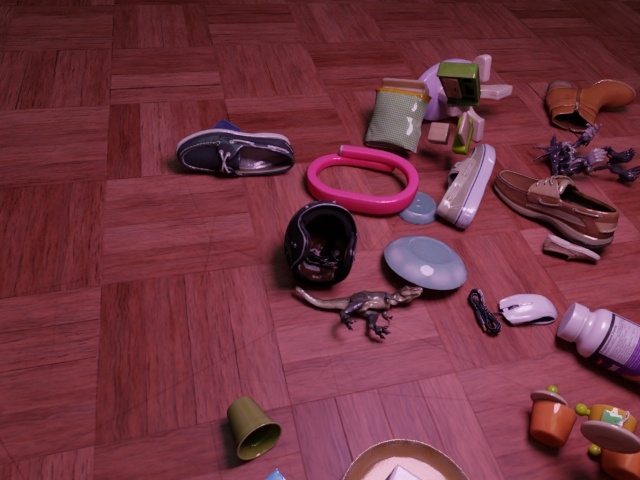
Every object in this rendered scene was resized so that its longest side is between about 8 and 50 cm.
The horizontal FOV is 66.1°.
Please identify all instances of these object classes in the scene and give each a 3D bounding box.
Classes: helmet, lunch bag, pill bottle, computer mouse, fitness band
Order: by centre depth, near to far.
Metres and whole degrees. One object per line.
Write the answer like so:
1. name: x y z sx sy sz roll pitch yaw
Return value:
1. pill bottle: 0.590 0.205 0.991 0.193 0.108 0.108 28 51 17
2. helmet: 0.000 0.000 1.054 0.169 0.169 0.162 4 57 -4
3. computer mouse: 0.428 0.145 1.067 0.193 0.042 0.106 -4 48 -11
4. fitness band: 0.108 -0.161 1.278 0.290 0.054 0.209 10 47 9
5. lunch bag: -0.267 -0.269 1.332 0.067 0.065 0.098 32 49 1

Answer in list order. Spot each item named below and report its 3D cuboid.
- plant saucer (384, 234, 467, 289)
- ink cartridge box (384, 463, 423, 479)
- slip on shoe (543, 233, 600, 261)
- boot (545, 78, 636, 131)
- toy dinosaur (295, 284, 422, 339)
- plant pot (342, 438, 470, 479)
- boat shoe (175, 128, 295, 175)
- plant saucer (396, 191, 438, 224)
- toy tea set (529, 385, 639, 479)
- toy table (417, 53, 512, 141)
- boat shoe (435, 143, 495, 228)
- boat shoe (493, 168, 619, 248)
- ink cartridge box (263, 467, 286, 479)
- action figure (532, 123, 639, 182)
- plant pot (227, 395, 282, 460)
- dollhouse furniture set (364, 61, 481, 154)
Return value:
1. plant saucer: 0.243 0.036 1.113 0.195 0.037 0.195 8 34 -6
2. ink cartridge box: 0.168 0.471 0.650 0.273 0.115 0.198 27 51 16
3. slip on shoe: 0.610 0.028 1.200 0.135 0.041 0.051 22 6 -5
4. boot: 0.883 -0.438 1.602 0.283 0.109 0.220 13 47 7
5. toy dinosaur: 0.084 0.140 1.016 0.268 0.064 0.118 1 34 -6
6. plant pot: 0.141 0.438 0.776 0.236 0.032 0.236 3 49 -4
7. boat shoe: -0.214 -0.219 1.262 0.302 0.114 0.091 -9 44 -14
8. plant saucer: 0.249 -0.090 1.268 0.119 0.021 0.119 4 48 -4
9. toy tea set: 0.532 0.321 0.824 0.336 0.200 0.124 22 58 19
10. toy table: 0.425 -0.434 1.474 0.274 0.252 0.161 -34 43 -17
11. boat shoe: 0.383 -0.162 1.289 0.094 0.109 0.302 26 52 4
12. boat shoe: 0.602 -0.110 1.254 0.122 0.120 0.324 -29 50 -31
13. ink cartridge box: -0.090 0.428 0.714 0.143 0.090 0.092 -32 59 -29
14. action figure: 0.759 -0.249 1.401 0.275 0.141 0.164 10 59 -1
15. plant pot: -0.120 0.310 0.833 0.083 0.083 0.079 -22 42 -25
16. dollhouse furniture set: 0.256 -0.354 1.319 0.301 0.151 0.198 13 84 25
